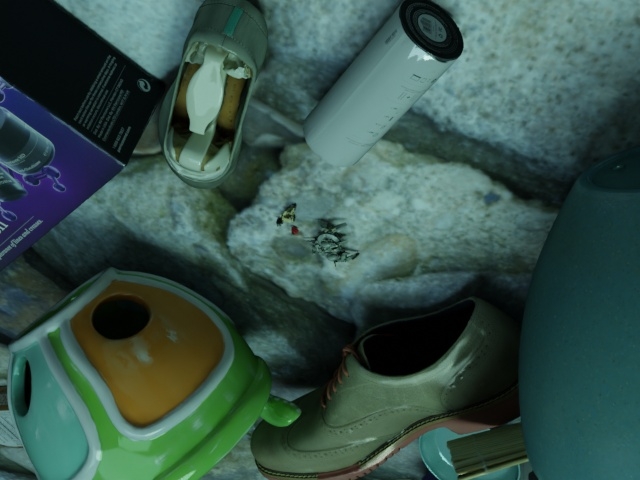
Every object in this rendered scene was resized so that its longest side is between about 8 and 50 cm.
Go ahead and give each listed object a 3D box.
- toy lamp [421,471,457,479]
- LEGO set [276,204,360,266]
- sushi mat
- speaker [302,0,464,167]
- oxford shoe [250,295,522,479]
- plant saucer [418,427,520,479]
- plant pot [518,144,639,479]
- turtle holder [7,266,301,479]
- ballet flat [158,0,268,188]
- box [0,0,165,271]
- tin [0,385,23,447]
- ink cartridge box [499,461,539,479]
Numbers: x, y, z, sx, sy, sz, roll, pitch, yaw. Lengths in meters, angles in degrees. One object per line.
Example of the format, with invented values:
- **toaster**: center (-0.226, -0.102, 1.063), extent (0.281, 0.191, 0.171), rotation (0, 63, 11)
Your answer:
- **toy lamp**: center (0.227, 0.366, 1.168), extent (0.274, 0.080, 0.080), rotation (37, 135, -24)
- **LEGO set**: center (-0.002, 0.001, 0.848), extent (0.083, 0.023, 0.054), rotation (17, 141, -4)
- **sushi mat**: center (0.260, 0.140, 0.787), extent (0.316, 0.019, 0.151), rotation (-17, 173, 3)
- **speaker**: center (0.042, -0.110, 0.680), extent (0.055, 0.055, 0.136), rotation (28, 139, -16)
- **oxford shoe**: center (0.048, 0.142, 0.937), extent (0.348, 0.123, 0.130), rotation (-29, 122, 27)
- **plant saucer**: center (0.170, 0.240, 1.059), extent (0.119, 0.021, 0.119), rotation (15, 128, 20)
- **plant pot**: center (0.264, 0.036, 0.647), extent (0.290, 0.290, 0.196), rotation (-10, 106, 27)
- **turtle holder**: center (-0.195, 0.151, 0.956), extent (0.227, 0.243, 0.320), rotation (52, 168, -11)
- **ballet flat**: center (-0.093, -0.095, 0.728), extent (0.072, 0.068, 0.213), rotation (18, 141, -5)
- **box**: center (-0.283, -0.088, 0.771), extent (0.184, 0.103, 0.261), rotation (38, 135, -22)
- **tin**: center (-0.386, 0.233, 1.232), extent (0.189, 0.040, 0.106), rotation (-7, 132, 24)
- **ink cartridge box**: center (0.291, 0.277, 1.045), extent (0.109, 0.063, 0.150), rotation (29, 140, -27)
